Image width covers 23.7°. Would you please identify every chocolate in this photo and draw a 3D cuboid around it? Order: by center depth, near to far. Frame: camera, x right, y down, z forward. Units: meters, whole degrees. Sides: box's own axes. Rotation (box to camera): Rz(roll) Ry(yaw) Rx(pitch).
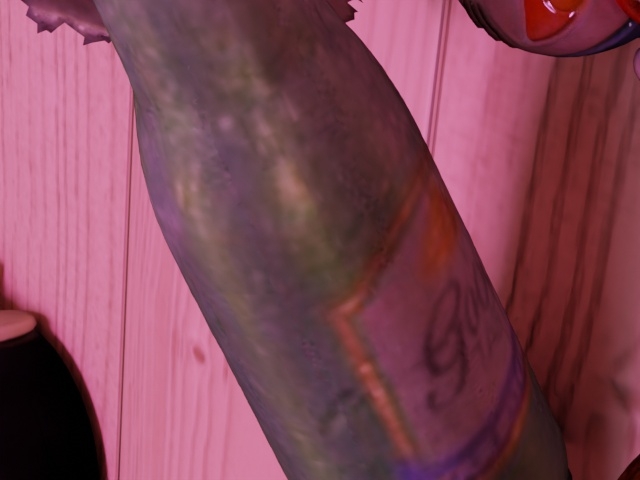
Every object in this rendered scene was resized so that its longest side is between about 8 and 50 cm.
[{"bbox_3d":[0.000,0.000,0.504,0.110,0.110,0.291,30,153,48],"label":"chocolate"}]

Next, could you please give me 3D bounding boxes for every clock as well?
[{"bbox_3d":[-0.255,0.204,1.037,0.276,0.120,0.379,37,123,40],"label":"clock"}]

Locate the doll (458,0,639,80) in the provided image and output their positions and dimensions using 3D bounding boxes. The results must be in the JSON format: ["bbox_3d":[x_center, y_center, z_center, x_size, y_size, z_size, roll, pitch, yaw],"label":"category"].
[{"bbox_3d":[0.096,-0.098,0.472,0.152,0.085,0.114,17,131,41],"label":"doll"}]

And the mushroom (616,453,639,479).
[{"bbox_3d":[0.135,0.122,0.384,0.194,0.138,0.231,13,84,34],"label":"mushroom"}]

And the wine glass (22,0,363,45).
[{"bbox_3d":[-0.016,-0.230,0.475,0.238,0.238,0.323,62,140,24],"label":"wine glass"}]
